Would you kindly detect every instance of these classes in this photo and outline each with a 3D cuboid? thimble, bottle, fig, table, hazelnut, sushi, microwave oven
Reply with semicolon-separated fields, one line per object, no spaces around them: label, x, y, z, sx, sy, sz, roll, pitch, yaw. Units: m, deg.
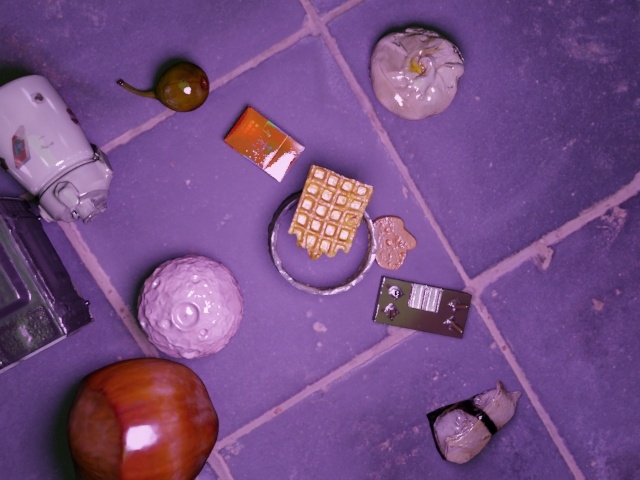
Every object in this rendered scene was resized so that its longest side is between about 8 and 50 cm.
thimble;0.000;0.000;1.834;0.270;0.150;0.271;0;94;-6
bottle;-0.620;-0.190;1.726;0.229;0.229;0.352;-38;90;-1
fig;-0.388;-0.370;1.801;0.236;0.124;0.124;0;95;13
table;0.268;0.177;1.892;0.240;0.111;0.122;11;93;-6
hazelnut;-0.425;0.463;1.761;0.365;0.366;0.366;0;95;-5
sushi;0.424;0.476;1.930;0.272;0.109;0.134;-25;96;-3
microwave oven;-0.710;0.093;1.716;0.218;0.286;0.355;-29;92;-4

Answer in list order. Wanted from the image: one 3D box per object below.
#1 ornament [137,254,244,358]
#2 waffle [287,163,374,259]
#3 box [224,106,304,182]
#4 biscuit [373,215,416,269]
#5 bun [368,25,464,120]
ornament;-0.315;0.161;1.781;0.259;0.225;0.260;0;94;-6
waffle;0.019;-0.054;1.727;0.160;0.055;0.211;19;92;-6
box;-0.141;-0.240;1.853;0.175;0.048;0.112;35;90;-7
biscuit;0.190;0.006;1.915;0.118;0.023;0.140;2;94;-6
bun;0.241;-0.418;1.826;0.239;0.141;0.239;0;91;-4
